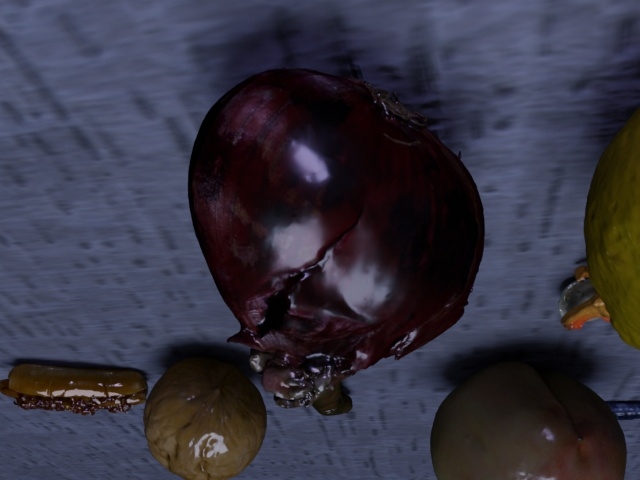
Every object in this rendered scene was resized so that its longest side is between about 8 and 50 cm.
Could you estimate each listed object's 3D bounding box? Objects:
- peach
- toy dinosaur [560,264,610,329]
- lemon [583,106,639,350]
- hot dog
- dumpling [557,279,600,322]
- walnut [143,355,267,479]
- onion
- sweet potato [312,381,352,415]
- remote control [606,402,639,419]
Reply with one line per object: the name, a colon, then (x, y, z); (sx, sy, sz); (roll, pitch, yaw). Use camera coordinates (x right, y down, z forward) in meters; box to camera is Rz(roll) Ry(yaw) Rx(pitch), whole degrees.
peach: (0.315, 0.315, 1.131); (0.292, 0.247, 0.292); (13, 170, 2)
toy dinosaur: (0.385, 0.036, 0.821); (0.117, 0.070, 0.288); (26, 134, -21)
lemon: (0.333, -0.009, 0.581); (0.245, 0.245, 0.320); (-3, 156, 10)
hot dog: (-0.418, 0.256, 1.260); (0.249, 0.076, 0.102); (5, 153, -7)
dumpling: (0.325, 0.071, 0.919); (0.059, 0.043, 0.077); (42, 140, -17)
walnut: (-0.180, 0.281, 1.182); (0.195, 0.195, 0.221); (9, 142, -10)
onion: (0.010, -0.018, 0.614); (0.221, 0.281, 0.281); (32, 175, 45)
sweet potato: (0.007, 0.241, 1.209); (0.075, 0.075, 0.273); (-2, 152, 8)
remote control: (0.565, 0.298, 1.305); (0.153, 0.027, 0.043); (-3, 145, 6)
